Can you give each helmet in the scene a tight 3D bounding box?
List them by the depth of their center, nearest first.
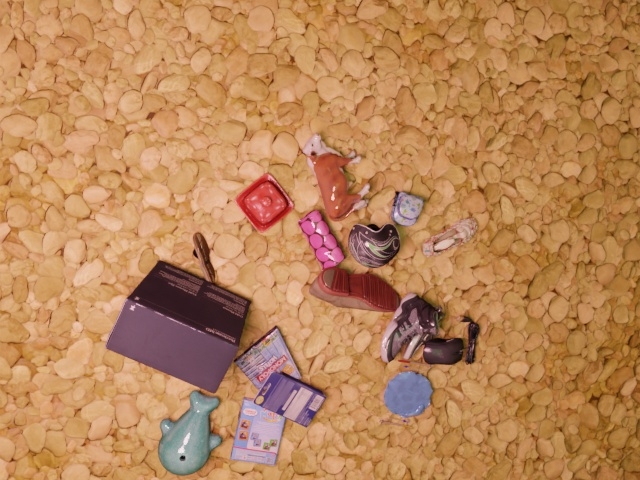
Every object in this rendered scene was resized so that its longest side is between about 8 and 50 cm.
[{"bbox_3d":[0.178,0.013,1.643,0.161,0.169,0.170,-21,96,-24],"label":"helmet"}]

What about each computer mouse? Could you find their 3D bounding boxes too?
[{"bbox_3d":[0.490,0.366,1.718,0.261,0.060,0.184,9,89,-30],"label":"computer mouse"}]

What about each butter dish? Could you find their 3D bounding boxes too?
[{"bbox_3d":[-0.186,-0.127,1.600,0.160,0.118,0.160,-39,98,-6],"label":"butter dish"}]

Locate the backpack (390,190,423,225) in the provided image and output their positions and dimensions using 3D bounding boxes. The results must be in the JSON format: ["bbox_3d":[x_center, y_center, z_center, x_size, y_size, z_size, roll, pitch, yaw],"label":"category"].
[{"bbox_3d":[0.307,-0.109,1.697,0.105,0.084,0.114,18,92,-7],"label":"backpack"}]

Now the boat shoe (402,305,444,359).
[{"bbox_3d":[0.376,0.345,1.722,0.070,0.078,0.219,31,86,8],"label":"boat shoe"}]

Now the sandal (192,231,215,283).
[{"bbox_3d":[-0.405,0.063,1.606,0.049,0.072,0.180,-12,99,13],"label":"sandal"}]

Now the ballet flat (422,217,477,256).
[{"bbox_3d":[0.486,-0.007,1.733,0.241,0.077,0.091,-31,96,-7],"label":"ballet flat"}]

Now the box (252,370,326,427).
[{"bbox_3d":[-0.107,0.541,1.633,0.225,0.036,0.136,31,95,-19],"label":"box"}]

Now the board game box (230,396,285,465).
[{"bbox_3d":[-0.215,0.671,1.668,0.160,0.039,0.212,13,91,-10],"label":"board game box"}]

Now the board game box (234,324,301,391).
[{"bbox_3d":[-0.167,0.434,1.656,0.194,0.060,0.194,-40,97,-6],"label":"board game box"}]

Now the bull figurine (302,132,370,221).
[{"bbox_3d":[0.056,-0.226,1.643,0.188,0.101,0.311,-16,94,-10],"label":"bull figurine"}]

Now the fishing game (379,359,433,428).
[{"bbox_3d":[0.323,0.564,1.751,0.189,0.041,0.264,10,99,-9],"label":"fishing game"}]

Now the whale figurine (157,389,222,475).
[{"bbox_3d":[-0.432,0.647,1.581,0.216,0.141,0.272,24,88,-9],"label":"whale figurine"}]

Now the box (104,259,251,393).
[{"bbox_3d":[-0.418,0.253,1.465,0.343,0.312,0.179,26,104,-9],"label":"box"}]

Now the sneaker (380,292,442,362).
[{"bbox_3d":[0.320,0.316,1.644,0.269,0.153,0.101,-60,143,-17],"label":"sneaker"}]

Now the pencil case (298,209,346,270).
[{"bbox_3d":[0.000,0.000,1.653,0.098,0.095,0.209,-25,95,29],"label":"pencil case"}]

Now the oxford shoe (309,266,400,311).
[{"bbox_3d":[0.124,0.187,1.680,0.348,0.130,0.123,22,53,-22],"label":"oxford shoe"}]
